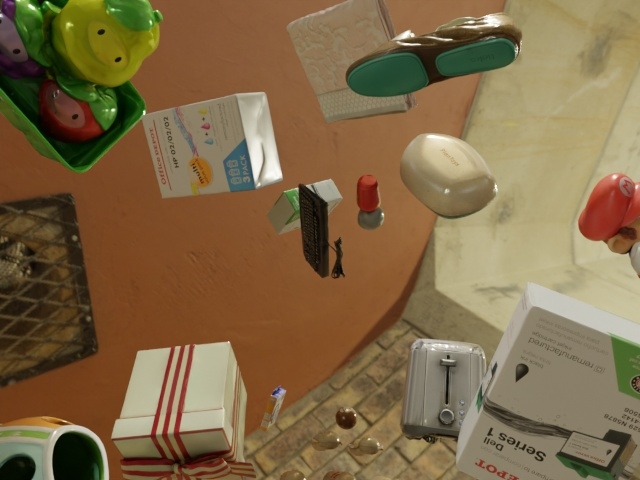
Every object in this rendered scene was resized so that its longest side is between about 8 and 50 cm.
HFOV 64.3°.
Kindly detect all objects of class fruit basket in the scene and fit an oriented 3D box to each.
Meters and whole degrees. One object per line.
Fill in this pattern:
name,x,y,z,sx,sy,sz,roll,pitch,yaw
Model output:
fruit basket,-0.494,-0.352,1.000,0.283,0.392,0.392,-60,-39,-33

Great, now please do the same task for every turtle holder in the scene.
turtle holder,-0.455,0.421,0.770,0.227,0.320,0.243,-31,-60,11

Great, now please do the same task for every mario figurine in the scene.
mario figurine,0.577,0.006,0.837,0.320,0.198,0.170,41,-77,-13

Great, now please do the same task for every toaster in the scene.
toaster,0.195,0.243,0.803,0.227,0.129,0.146,64,-148,-65

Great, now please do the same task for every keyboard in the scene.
keyboard,0.000,0.000,1.468,0.033,0.201,0.317,-33,-36,-24

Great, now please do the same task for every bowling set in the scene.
bowling set,0.048,0.474,1.154,0.287,0.199,0.154,6,-24,-10

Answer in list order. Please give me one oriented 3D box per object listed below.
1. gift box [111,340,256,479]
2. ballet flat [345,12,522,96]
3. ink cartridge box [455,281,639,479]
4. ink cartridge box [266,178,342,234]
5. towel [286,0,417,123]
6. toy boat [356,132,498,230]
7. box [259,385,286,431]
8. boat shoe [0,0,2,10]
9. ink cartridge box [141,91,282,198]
gift box,-0.282,0.413,1.139,0.255,0.258,0.276,-10,-51,4
ballet flat,0.218,-0.376,1.011,0.116,0.342,0.124,49,-137,-45
ink cartridge box,0.264,0.181,0.561,0.092,0.160,0.219,-32,-39,-67
ink cartridge box,-0.051,-0.113,1.693,0.208,0.086,0.153,-20,-17,-36
towel,0.080,-0.487,1.415,0.053,0.332,0.317,-45,-57,-34
toy boat,0.231,-0.125,1.196,0.318,0.267,0.148,-18,-42,-6
box,-0.150,0.536,1.636,0.136,0.028,0.081,-69,-15,8
boat shoe,-0.491,-0.282,0.705,0.080,0.076,0.228,21,-94,-37
ink cartridge box,-0.144,-0.109,0.609,0.061,0.181,0.104,-32,-65,-57
